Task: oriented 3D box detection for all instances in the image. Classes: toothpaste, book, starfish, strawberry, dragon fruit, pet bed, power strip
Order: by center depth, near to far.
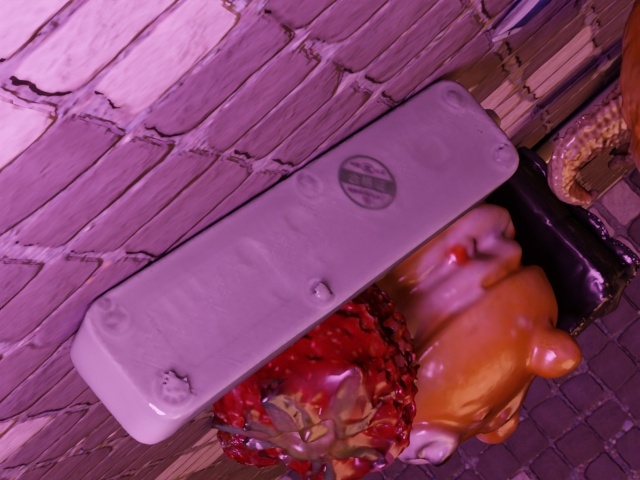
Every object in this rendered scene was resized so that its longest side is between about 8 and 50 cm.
[{"bbox_3d":[0.000,0.000,1.089,0.385,0.091,0.062,-35,171,-36],"label":"power strip"},{"bbox_3d":[0.165,-0.184,1.112,0.037,0.021,0.140,-24,164,-41],"label":"toothpaste"},{"bbox_3d":[-0.002,0.109,1.403,0.184,0.187,0.201,104,1,-56],"label":"strawberry"},{"bbox_3d":[0.230,0.026,1.791,0.183,0.211,0.159,-48,167,24],"label":"pet bed"},{"bbox_3d":[0.398,-0.180,1.793,0.432,0.082,0.324,-24,148,-60],"label":"starfish"},{"bbox_3d":[-0.049,0.208,1.924,0.094,0.094,0.190,-48,174,38],"label":"dragon fruit"},{"bbox_3d":[0.339,-0.130,2.079,0.264,0.031,0.379,-41,171,6],"label":"book"}]

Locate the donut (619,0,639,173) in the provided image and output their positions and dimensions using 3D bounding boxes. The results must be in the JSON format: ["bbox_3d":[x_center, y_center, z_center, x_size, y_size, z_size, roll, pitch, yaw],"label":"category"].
[{"bbox_3d":[0.409,-0.192,1.183,0.449,0.198,0.449,-40,-160,18],"label":"donut"}]

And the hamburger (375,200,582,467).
[{"bbox_3d":[0.117,0.100,1.618,0.276,0.237,0.276,-41,169,-10],"label":"hamburger"}]
